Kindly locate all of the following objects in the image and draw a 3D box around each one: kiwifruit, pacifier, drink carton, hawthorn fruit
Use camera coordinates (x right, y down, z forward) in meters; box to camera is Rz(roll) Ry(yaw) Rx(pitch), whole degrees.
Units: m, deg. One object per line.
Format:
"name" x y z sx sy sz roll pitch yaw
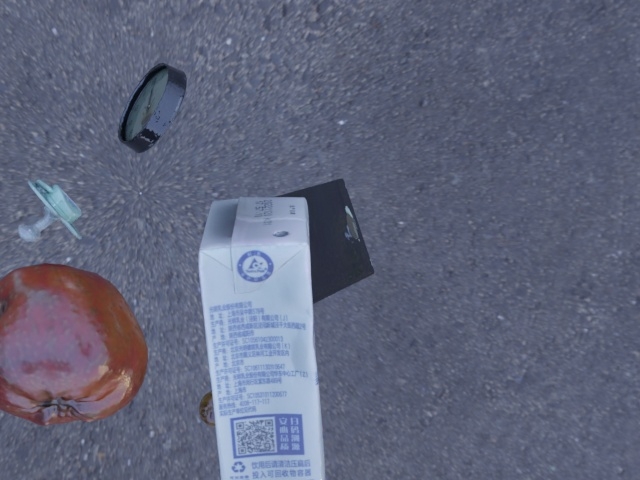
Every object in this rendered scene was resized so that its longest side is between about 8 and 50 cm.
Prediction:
"kiwifruit" -0.178 0.316 1.548 0.124 0.075 0.075 -12 97 -43
"pacifier" -0.519 -0.047 1.518 0.117 0.127 0.150 -40 144 -6
"drink carton" -0.052 0.121 0.805 0.107 0.130 0.314 -3 112 -3
"hawthorn fruit" -0.442 0.164 1.349 0.275 0.275 0.299 -28 64 -10

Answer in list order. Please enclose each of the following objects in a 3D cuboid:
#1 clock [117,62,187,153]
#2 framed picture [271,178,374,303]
"clock" -0.328 -0.257 1.556 0.040 0.184 0.184 29 86 -34
"framed picture" 0.000 0.000 1.798 0.324 0.013 0.244 -20 93 -54
